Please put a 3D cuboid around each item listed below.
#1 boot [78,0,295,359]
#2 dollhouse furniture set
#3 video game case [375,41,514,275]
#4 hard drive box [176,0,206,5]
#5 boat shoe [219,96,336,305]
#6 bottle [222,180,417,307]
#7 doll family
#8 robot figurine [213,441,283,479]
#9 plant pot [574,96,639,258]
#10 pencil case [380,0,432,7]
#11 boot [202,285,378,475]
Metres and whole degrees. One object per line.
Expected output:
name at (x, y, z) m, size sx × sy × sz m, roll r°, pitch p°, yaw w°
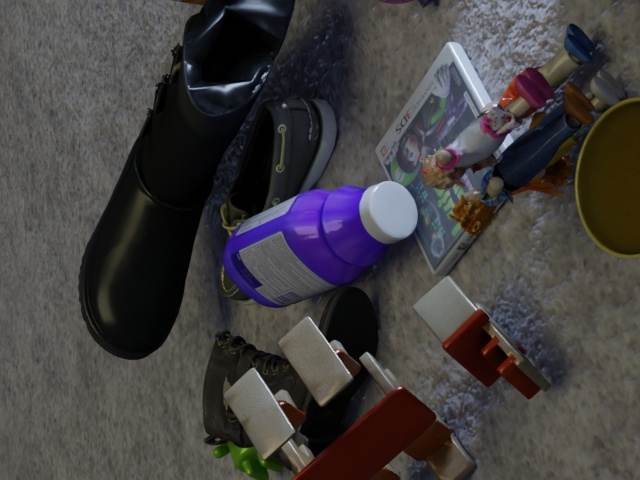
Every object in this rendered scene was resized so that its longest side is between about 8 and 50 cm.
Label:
boot at (-0.172, -0.082, 1.707) m, size 0.445 × 0.146 × 0.367 m, roll 137°, pitch 144°, yaw -59°
dollhouse furniture set at (0.082, 0.172, 1.341) m, size 0.259 × 0.262 × 0.135 m, roll -43°, pitch 47°, yaw 6°
video game case at (0.136, -0.088, 1.469) m, size 0.173 × 0.022 × 0.190 m, roll -56°, pitch 44°, yaw 39°
hard drive box at (-0.210, -0.393, 1.841) m, size 0.181 × 0.232 × 0.089 m, roll -8°, pitch 81°, yaw 57°
boat shoe at (-0.077, -0.049, 1.731) m, size 0.109 × 0.091 × 0.305 m, roll 55°, pitch 131°, yaw 44°
bottle at (0.000, 0.000, 1.572) m, size 0.283 × 0.118 × 0.092 m, roll -24°, pitch 29°, yaw 52°
doll family at (0.188, -0.082, 1.245) m, size 0.118 × 0.263 × 0.163 m, roll 47°, pitch 122°, yaw 2°
robot figurine at (-0.087, 0.251, 1.742) m, size 0.101 × 0.067 × 0.115 m, roll -38°, pitch 51°, yaw 20°
plant pot at (0.296, -0.049, 1.149) m, size 0.134 × 0.095 × 0.134 m, roll -10°, pitch 78°, yaw 57°
pencil case at (0.056, -0.394, 1.541) m, size 0.124 × 0.124 × 0.284 m, roll -58°, pitch 44°, yaw 37°
boot at (-0.055, 0.155, 1.633) m, size 0.229 × 0.091 × 0.263 m, roll 22°, pitch 101°, yaw 45°
